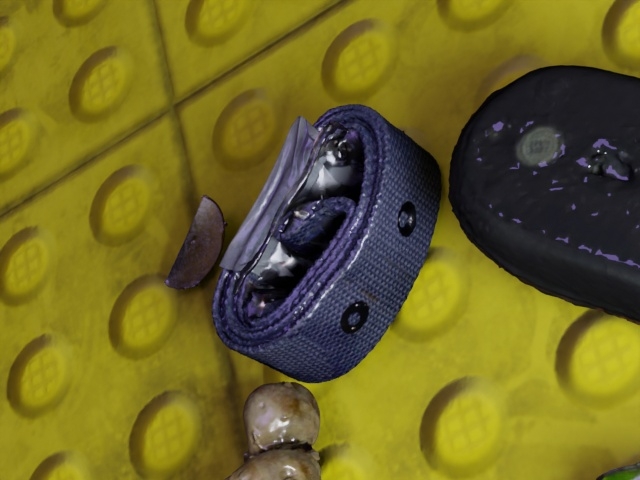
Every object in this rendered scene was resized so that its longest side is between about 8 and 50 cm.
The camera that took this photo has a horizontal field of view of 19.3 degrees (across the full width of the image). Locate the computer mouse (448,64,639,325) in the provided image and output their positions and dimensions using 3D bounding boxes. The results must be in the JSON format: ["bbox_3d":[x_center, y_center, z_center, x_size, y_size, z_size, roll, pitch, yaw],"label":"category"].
[{"bbox_3d":[0.246,-0.027,1.410,0.323,0.116,0.183,23,80,34],"label":"computer mouse"}]

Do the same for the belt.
[{"bbox_3d":[0.000,0.000,1.574,0.139,0.126,0.230,26,86,40],"label":"belt"}]

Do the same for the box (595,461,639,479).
[{"bbox_3d":[0.247,0.321,1.245,0.134,0.097,0.345,-18,59,40],"label":"box"}]

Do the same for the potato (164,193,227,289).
[{"bbox_3d":[-0.105,0.004,1.716,0.037,0.036,0.093,27,106,6],"label":"potato"}]

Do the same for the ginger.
[{"bbox_3d":[-0.033,0.211,1.527,0.104,0.080,0.204,-5,61,-1],"label":"ginger"}]
